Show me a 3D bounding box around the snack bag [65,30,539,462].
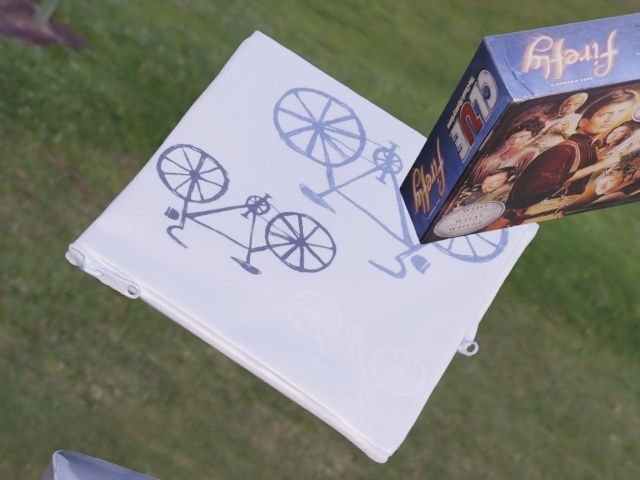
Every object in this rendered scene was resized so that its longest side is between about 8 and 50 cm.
[{"bbox_3d":[0.000,0.000,1.311,0.323,0.037,0.342,33,49,1],"label":"snack bag"}]

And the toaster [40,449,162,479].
[{"bbox_3d":[-0.112,0.230,0.891,0.185,0.168,0.110,22,13,-22],"label":"toaster"}]

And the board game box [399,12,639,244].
[{"bbox_3d":[0.183,-0.073,0.884,0.243,0.165,0.042,-11,66,-19],"label":"board game box"}]
